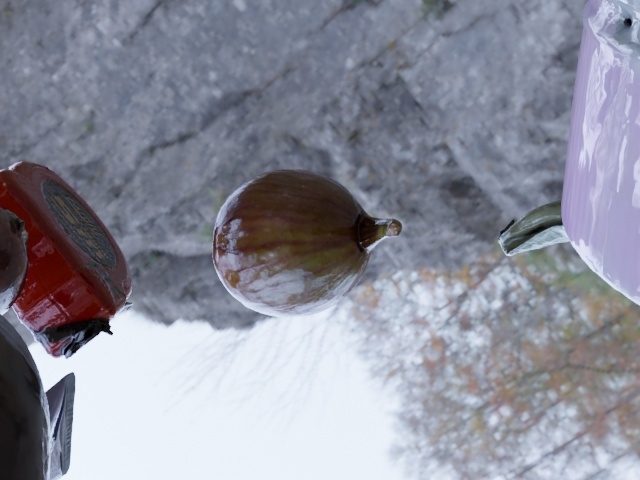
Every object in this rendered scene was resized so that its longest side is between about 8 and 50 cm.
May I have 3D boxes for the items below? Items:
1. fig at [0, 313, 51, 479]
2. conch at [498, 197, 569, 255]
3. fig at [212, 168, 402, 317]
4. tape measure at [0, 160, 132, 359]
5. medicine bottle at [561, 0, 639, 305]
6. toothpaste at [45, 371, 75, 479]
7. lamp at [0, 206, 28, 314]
[{"bbox_3d":[-0.251,0.136,0.619,0.214,0.235,0.235,36,-148,-20],"label":"fig"},{"bbox_3d":[0.270,-0.033,0.879,0.114,0.234,0.137,42,-174,-12],"label":"conch"},{"bbox_3d":[-0.002,0.000,1.186,0.175,0.207,0.175,-8,-90,-77],"label":"fig"},{"bbox_3d":[-0.349,0.019,1.445,0.253,0.114,0.260,53,-174,-5],"label":"tape measure"},{"bbox_3d":[0.204,-0.138,0.355,0.256,0.324,0.256,2,-156,-1],"label":"medicine bottle"},{"bbox_3d":[-0.326,0.240,1.102,0.080,0.125,0.371,7,-169,9],"label":"toothpaste"},{"bbox_3d":[-0.387,0.016,1.177,0.151,0.215,0.223,13,-165,-9],"label":"lamp"}]
